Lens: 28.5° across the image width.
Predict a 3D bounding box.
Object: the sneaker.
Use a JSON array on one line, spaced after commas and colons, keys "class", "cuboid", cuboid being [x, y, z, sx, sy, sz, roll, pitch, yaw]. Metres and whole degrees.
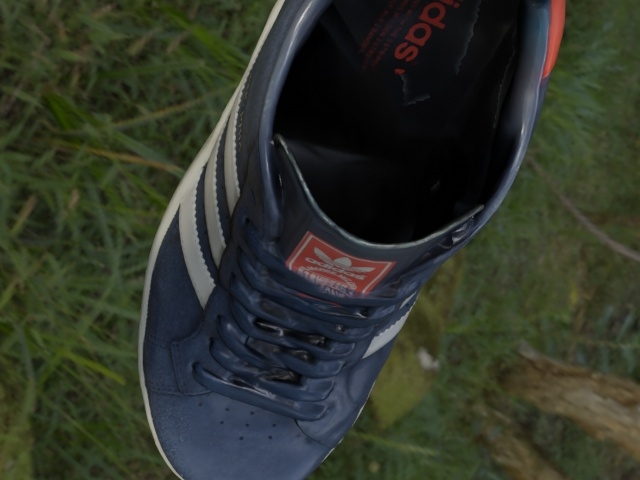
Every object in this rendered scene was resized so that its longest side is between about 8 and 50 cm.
[{"class": "sneaker", "cuboid": [0.000, 0.000, 0.537, 0.131, 0.148, 0.350, 14, 117, -10]}]
